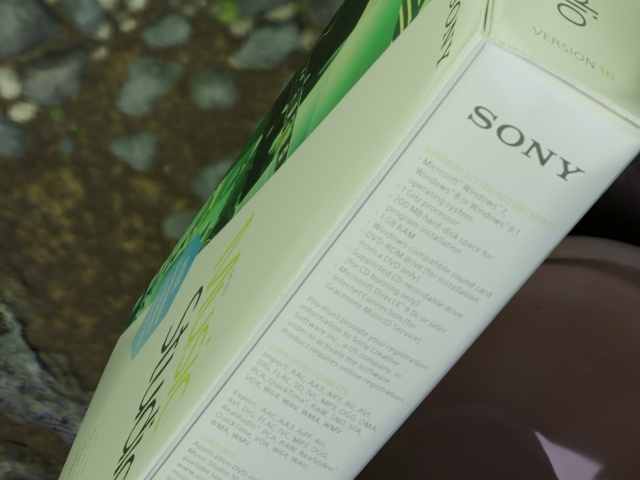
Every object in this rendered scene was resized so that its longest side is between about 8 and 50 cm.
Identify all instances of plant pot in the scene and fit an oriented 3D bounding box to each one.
[{"bbox_3d":[0.076,0.117,0.744,0.237,0.237,0.110,39,164,-15],"label":"plant pot"}]

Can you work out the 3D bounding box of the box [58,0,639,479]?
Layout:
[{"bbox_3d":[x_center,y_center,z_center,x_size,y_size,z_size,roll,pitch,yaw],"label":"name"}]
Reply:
[{"bbox_3d":[0.000,0.000,0.633,0.058,0.232,0.322,31,125,-11],"label":"box"}]
